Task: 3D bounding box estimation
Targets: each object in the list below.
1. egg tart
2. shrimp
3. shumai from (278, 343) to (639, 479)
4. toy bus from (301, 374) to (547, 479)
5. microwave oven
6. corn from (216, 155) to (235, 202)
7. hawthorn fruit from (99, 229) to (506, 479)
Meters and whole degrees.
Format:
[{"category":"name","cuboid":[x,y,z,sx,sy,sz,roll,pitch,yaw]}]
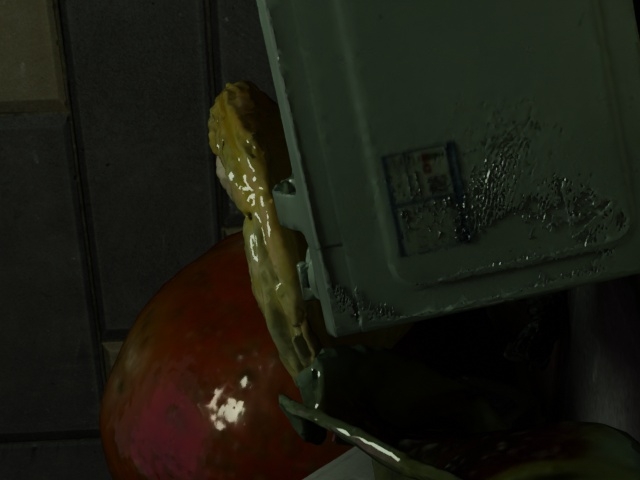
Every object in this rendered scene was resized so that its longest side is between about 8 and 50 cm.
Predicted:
[{"category":"egg tart","cuboid":[0.000,0.000,1.059,0.288,0.118,0.288,-16,-90,-85]},{"category":"shrimp","cuboid":[0.169,0.031,1.132,0.076,0.082,0.174,-44,34,21]},{"category":"shumai","cuboid":[0.075,0.246,0.744,0.395,0.395,0.348,-99,30,-69]},{"category":"toy bus","cuboid":[0.069,0.210,1.087,0.342,0.097,0.138,-23,-59,-54]},{"category":"microwave oven","cuboid":[0.073,-0.117,0.849,0.181,0.237,0.295,-112,10,-81]},{"category":"corn","cuboid":[0.041,-0.075,1.388,0.123,0.305,0.122,-15,77,55]},{"category":"hawthorn fruit","cuboid":[-0.028,0.161,1.371,0.403,0.402,0.403,177,90,-88]}]
